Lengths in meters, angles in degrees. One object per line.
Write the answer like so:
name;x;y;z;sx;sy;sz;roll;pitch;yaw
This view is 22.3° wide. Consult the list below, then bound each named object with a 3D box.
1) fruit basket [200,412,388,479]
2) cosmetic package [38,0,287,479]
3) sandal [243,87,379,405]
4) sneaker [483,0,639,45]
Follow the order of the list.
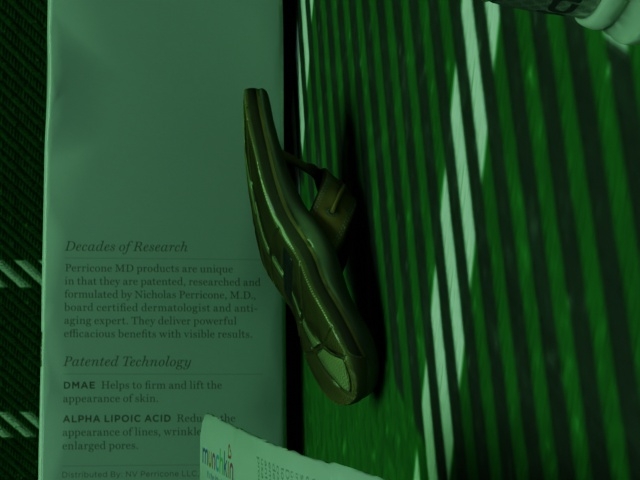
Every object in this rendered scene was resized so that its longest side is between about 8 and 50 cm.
fruit basket;0.019;0.227;0.486;0.353;0.165;0.327;177;93;-64
cosmetic package;-0.106;0.012;1.071;0.217;0.156;0.384;129;140;-77
sandal;0.000;0.000;0.802;0.072;0.049;0.180;94;156;-52
sneaker;0.056;-0.132;0.388;0.063;0.075;0.170;-121;33;-71
